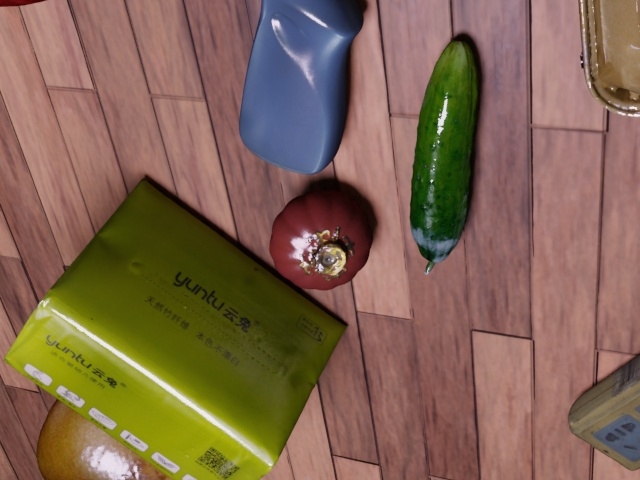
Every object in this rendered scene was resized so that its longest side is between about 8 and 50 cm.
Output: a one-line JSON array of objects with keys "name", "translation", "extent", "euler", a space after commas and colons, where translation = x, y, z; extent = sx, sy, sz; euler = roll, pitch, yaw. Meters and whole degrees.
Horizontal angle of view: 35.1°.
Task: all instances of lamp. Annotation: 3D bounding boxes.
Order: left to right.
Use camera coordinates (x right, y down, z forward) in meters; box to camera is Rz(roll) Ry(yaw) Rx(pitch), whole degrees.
[{"name": "lamp", "translation": [0.000, 0.000, 0.971], "extent": [0.101, 0.090, 0.101], "euler": [-5, 115, -11]}]

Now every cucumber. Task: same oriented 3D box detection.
[{"name": "cucumber", "translation": [0.107, -0.059, 0.892], "extent": [0.056, 0.056, 0.250], "euler": [13, 132, 16]}]

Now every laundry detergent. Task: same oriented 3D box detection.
[{"name": "laundry detergent", "translation": [-0.017, -0.157, 0.867], "extent": [0.096, 0.061, 0.206], "euler": [25, 134, 17]}]

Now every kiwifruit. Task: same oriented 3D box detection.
[{"name": "kiwifruit", "translation": [-0.223, 0.257, 1.234], "extent": [0.234, 0.196, 0.196], "euler": [34, 135, -3]}]

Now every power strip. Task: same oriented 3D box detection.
[{"name": "power strip", "translation": [0.369, 0.100, 0.888], "extent": [0.092, 0.066, 0.387], "euler": [34, 134, -6]}]

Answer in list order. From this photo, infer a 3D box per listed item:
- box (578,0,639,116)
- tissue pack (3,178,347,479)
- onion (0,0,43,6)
[{"name": "box", "translation": [0.234, -0.170, 0.698], "extent": [0.111, 0.111, 0.177], "euler": [2, 126, 25]}, {"name": "tissue pack", "translation": [-0.148, 0.108, 1.059], "extent": [0.274, 0.200, 0.167], "euler": [38, 136, -8]}, {"name": "onion", "translation": [-0.237, -0.319, 0.668], "extent": [0.341, 0.341, 0.341], "euler": [14, 132, 16]}]
